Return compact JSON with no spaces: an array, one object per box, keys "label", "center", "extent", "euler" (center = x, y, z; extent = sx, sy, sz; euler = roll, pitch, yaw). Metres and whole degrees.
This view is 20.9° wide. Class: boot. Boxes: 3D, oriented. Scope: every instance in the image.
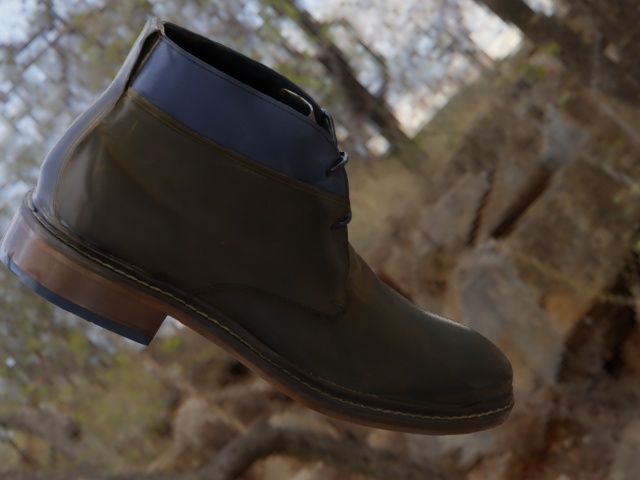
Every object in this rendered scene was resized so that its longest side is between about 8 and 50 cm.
[{"label":"boot","center":[0.000,0.000,0.658],"extent":[0.106,0.219,0.082],"euler":[-62,24,18]}]
